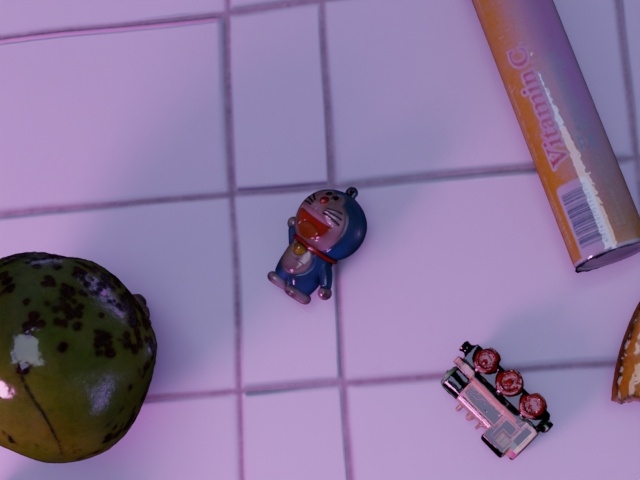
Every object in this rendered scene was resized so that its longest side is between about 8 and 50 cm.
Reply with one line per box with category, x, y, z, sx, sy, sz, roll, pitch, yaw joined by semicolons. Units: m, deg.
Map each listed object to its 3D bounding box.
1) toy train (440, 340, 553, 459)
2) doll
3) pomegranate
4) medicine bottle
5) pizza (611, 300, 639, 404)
toy train;0.199;0.182;1.346;0.087;0.050;0.138;-45;74;0
doll;0.000;0.000;1.405;0.114;0.085;0.152;38;96;34
pomegranate;-0.301;0.128;1.352;0.254;0.270;0.254;13;111;36
medicine bottle;0.270;-0.173;1.396;0.108;0.108;0.426;-18;76;4
pizza;0.478;0.092;1.305;0.223;0.089;0.323;36;86;21
